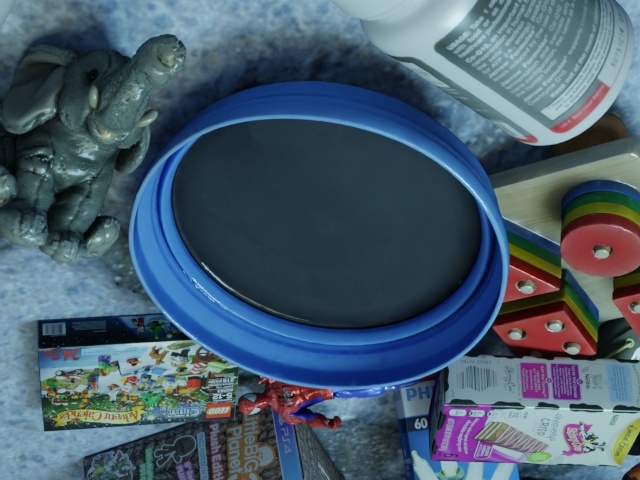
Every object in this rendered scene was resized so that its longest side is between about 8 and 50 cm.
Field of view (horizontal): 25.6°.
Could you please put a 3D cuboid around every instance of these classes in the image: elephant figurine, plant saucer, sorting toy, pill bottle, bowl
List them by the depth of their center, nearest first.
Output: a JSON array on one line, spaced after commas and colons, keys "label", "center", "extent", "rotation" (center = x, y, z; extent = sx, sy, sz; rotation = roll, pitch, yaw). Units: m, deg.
[{"label": "pill bottle", "center": [0.138, -0.214, 1.268], "extent": [0.283, 0.161, 0.161], "rotation": [28, 124, -35]}, {"label": "elephant figurine", "center": [-0.216, -0.110, 1.314], "extent": [0.239, 0.186, 0.169], "rotation": [-60, 160, 10]}, {"label": "bowl", "center": [0.000, 0.000, 1.452], "extent": [0.391, 0.077, 0.391], "rotation": [6, 134, 6]}, {"label": "plant saucer", "center": [0.293, -0.105, 1.528], "extent": [0.083, 0.013, 0.083], "rotation": [-6, 137, -6]}, {"label": "sorting toy", "center": [0.272, 0.031, 1.540], "extent": [0.257, 0.089, 0.255], "rotation": [-15, 134, 30]}]

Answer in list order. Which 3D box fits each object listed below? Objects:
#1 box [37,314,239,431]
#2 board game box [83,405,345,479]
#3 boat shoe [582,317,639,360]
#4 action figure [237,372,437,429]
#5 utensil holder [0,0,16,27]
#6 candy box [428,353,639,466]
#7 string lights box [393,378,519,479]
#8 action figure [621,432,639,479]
[{"label": "box", "center": [-0.214, 0.156, 1.664], "extent": [0.233, 0.044, 0.159], "rotation": [-3, 136, -10]}, {"label": "board game box", "center": [-0.126, 0.353, 1.823], "extent": [0.291, 0.141, 0.232], "rotation": [-19, 137, 8]}, {"label": "boat shoe", "center": [0.376, 0.121, 1.706], "extent": [0.305, 0.091, 0.109], "rotation": [-33, 163, 25]}, {"label": "action figure", "center": [0.032, 0.168, 1.672], "extent": [0.280, 0.139, 0.091], "rotation": [-15, 94, 5]}, {"label": "utensil holder", "center": [-0.403, -0.196, 1.045], "extent": [0.328, 0.327, 0.385], "rotation": [20, 127, -30]}, {"label": "candy box", "center": [0.249, 0.200, 1.635], "extent": [0.233, 0.071, 0.159], "rotation": [1, 148, -1]}, {"label": "string lights box", "center": [0.177, 0.301, 1.756], "extent": [0.133, 0.259, 0.077], "rotation": [-8, 171, -5]}, {"label": "action figure", "center": [0.416, 0.271, 1.769], "extent": [0.178, 0.330, 0.341], "rotation": [30, 154, -30]}]
